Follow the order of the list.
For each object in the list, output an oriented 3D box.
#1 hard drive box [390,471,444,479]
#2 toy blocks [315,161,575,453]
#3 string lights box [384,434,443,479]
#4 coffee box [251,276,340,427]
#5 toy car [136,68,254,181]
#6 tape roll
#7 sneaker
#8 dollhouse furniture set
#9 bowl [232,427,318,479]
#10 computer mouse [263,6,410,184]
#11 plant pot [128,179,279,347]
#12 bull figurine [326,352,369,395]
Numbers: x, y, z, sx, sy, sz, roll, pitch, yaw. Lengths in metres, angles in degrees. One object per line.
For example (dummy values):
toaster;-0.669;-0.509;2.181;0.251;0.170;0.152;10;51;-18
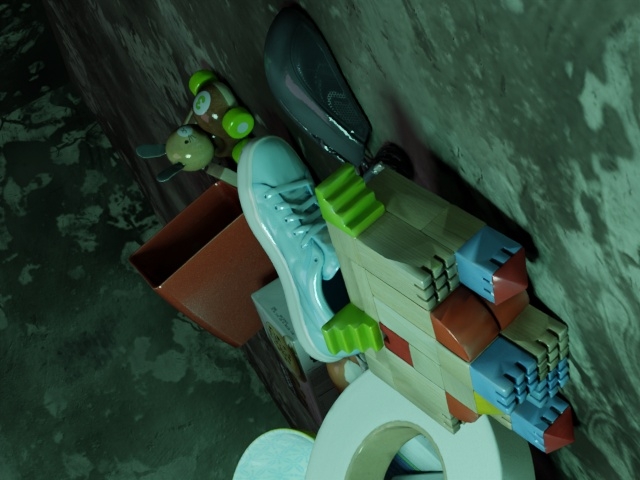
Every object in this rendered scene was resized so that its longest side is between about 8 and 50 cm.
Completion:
hard drive box;0.170;0.428;1.470;0.089;0.181;0.232;48;143;-19
toy blocks;0.153;0.099;1.125;0.261;0.191;0.381;34;154;37
string lights box;0.118;0.318;1.631;0.133;0.077;0.260;44;150;-8
coffee box;-0.014;0.220;2.038;0.168;0.119;0.297;45;160;43
toy car;-0.223;-0.179;1.790;0.155;0.188;0.149;49;163;37
tape roll;0.119;0.349;1.373;0.072;0.392;0.392;19;-166;-36
sneaker;0.000;0.000;1.545;0.150;0.135;0.366;-19;95;53
dollhouse furniture set;-0.206;-0.194;2.049;0.151;0.123;0.144;27;179;-22
bowl;0.000;0.447;1.674;0.289;0.156;0.289;-7;80;45
computer mouse;0.001;-0.159;1.274;0.272;0.072;0.188;59;168;1
plant pot;-0.199;0.063;2.134;0.235;0.267;0.267;52;171;-23
bull figurine;0.080;0.237;1.778;0.188;0.101;0.310;35;160;43
